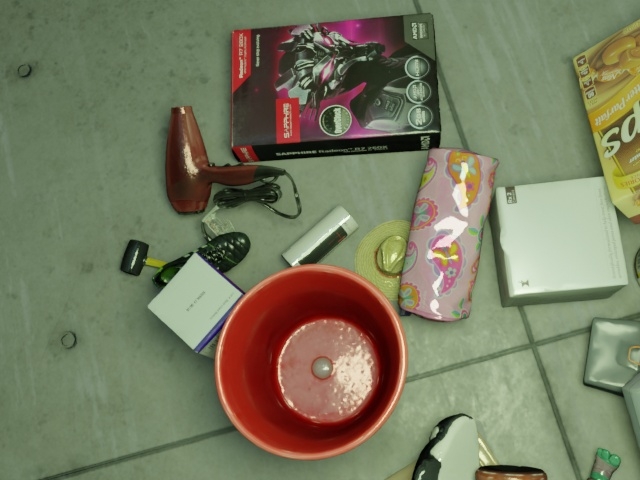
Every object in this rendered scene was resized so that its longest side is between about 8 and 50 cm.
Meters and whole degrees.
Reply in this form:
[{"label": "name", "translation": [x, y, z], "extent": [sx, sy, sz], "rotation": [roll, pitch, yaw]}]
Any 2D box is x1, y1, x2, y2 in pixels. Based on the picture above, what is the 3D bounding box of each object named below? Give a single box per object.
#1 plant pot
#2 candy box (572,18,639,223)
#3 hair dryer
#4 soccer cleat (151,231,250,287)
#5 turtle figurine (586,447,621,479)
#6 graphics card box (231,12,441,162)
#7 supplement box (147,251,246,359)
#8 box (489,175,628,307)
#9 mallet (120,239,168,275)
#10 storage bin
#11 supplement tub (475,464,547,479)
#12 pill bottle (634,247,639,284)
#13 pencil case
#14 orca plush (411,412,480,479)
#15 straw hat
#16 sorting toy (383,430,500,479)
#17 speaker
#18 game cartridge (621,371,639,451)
[{"label": "plant pot", "translation": [-0.003, 0.190, 1.132], "extent": [0.274, 0.243, 0.275], "rotation": [-1, 77, 6]}, {"label": "candy box", "translation": [0.522, -0.203, 1.152], "extent": [0.183, 0.087, 0.317], "rotation": [-29, 45, 36]}, {"label": "hair dryer", "translation": [-0.172, -0.113, 1.287], "extent": [0.223, 0.080, 0.293], "rotation": [-41, 85, 23]}, {"label": "soccer cleat", "translation": [-0.199, 0.039, 1.238], "extent": [0.178, 0.072, 0.060], "rotation": [-24, 95, 14]}, {"label": "turtle figurine", "translation": [0.397, 0.435, 1.087], "extent": [0.175, 0.118, 0.234], "rotation": [43, 69, 0]}, {"label": "graphics card box", "translation": [0.024, -0.269, 1.323], "extent": [0.370, 0.094, 0.233], "rotation": [-2, 76, 6]}, {"label": "supplement box", "translation": [-0.167, 0.117, 1.185], "extent": [0.114, 0.220, 0.111], "rotation": [39, 83, 17]}, {"label": "box", "translation": [0.376, 0.005, 1.195], "extent": [0.181, 0.119, 0.181], "rotation": [-6, 76, 6]}, {"label": "mallet", "translation": [-0.259, 0.039, 1.311], "extent": [0.189, 0.039, 0.062], "rotation": [7, 80, 7]}, {"label": "storage bin", "translation": [0.465, 0.182, 1.158], "extent": [0.091, 0.098, 0.135], "rotation": [8, 77, 20]}, {"label": "supplement tub", "translation": [0.276, 0.429, 1.063], "extent": [0.106, 0.106, 0.198], "rotation": [0, 79, 7]}, {"label": "pill bottle", "translation": [0.560, 0.022, 1.116], "extent": [0.117, 0.215, 0.117], "rotation": [-2, 76, 7]}, {"label": "pencil case", "translation": [0.205, -0.006, 1.195], "extent": [0.124, 0.124, 0.284], "rotation": [10, 91, 10]}, {"label": "orca plush", "translation": [0.173, 0.409, 1.122], "extent": [0.151, 0.102, 0.287], "rotation": [6, 78, -35]}, {"label": "straw hat", "translation": [0.124, 0.026, 1.252], "extent": [0.144, 0.061, 0.145], "rotation": [-2, 76, 6]}, {"label": "sorting toy", "translation": [0.216, 0.430, 1.156], "extent": [0.193, 0.038, 0.208], "rotation": [-32, 70, -1]}, {"label": "speaker", "translation": [0.000, 0.000, 1.278], "extent": [0.136, 0.055, 0.055], "rotation": [-41, 75, -4]}, {"label": "game cartridge", "translation": [0.603, 0.242, 1.091], "extent": [0.297, 0.062, 0.198], "rotation": [-17, 94, -10]}]
